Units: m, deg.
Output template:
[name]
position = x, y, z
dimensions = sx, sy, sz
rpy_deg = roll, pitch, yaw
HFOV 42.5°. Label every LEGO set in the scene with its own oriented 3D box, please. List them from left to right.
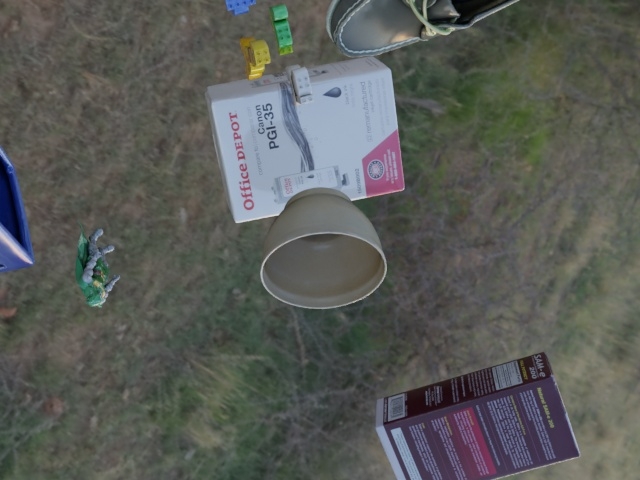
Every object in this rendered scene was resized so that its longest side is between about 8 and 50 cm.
[LEGO set]
position = -0.069, -0.272, 1.073
dimensions = 0.087, 0.093, 0.227
rpy_deg = -17, 111, -11

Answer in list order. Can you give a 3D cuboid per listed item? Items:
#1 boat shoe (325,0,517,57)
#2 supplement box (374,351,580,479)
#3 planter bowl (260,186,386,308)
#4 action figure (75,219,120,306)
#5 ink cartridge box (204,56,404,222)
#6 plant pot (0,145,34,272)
[boat shoe]
position = 0.140, -0.282, 0.899
dimensions = 0.109, 0.305, 0.091
rpy_deg = 48, 27, -39
[supplement box]
position = 0.205, 0.249, 1.096
dimensions = 0.073, 0.239, 0.130
rpy_deg = -75, 145, -68
[planter bowl]
position = 0.000, 0.000, 1.083
dimensions = 0.162, 0.162, 0.109
rpy_deg = 72, 10, -50
[action figure]
position = -0.464, 0.065, 1.706
dimensions = 0.063, 0.232, 0.137
rpy_deg = -25, 124, 5
[ink cartridge box]
position = -0.025, -0.160, 1.313
dimensions = 0.283, 0.117, 0.207
rpy_deg = -12, 113, -6
[plant pot]
position = -0.661, -0.066, 1.454
dimensions = 0.212, 0.236, 0.236
rpy_deg = -17, 156, -6
